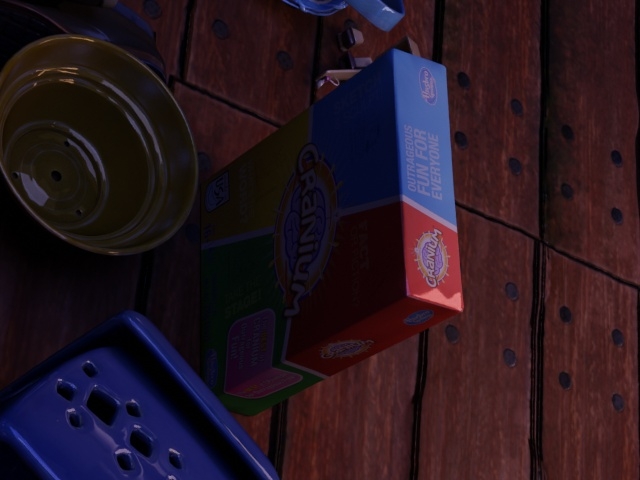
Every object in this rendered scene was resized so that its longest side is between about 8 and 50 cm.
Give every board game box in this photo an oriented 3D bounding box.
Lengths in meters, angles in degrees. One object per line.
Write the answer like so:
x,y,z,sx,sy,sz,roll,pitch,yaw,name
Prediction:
0.000,0.000,1.583,0.064,0.316,0.242,15,60,-33,board game box

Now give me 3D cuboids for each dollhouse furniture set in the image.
0.043,-0.203,1.858,0.081,0.114,0.091,-6,75,-36,dollhouse furniture set

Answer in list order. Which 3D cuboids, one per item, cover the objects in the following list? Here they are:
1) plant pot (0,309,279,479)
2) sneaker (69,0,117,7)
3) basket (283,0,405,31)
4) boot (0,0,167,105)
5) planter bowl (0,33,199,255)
-0.189,0.207,1.396,0.236,0.236,0.212,50,41,-9,plant pot
-0.262,-0.308,1.656,0.118,0.083,0.222,4,36,-20,sneaker
-0.012,-0.347,1.799,0.254,0.201,0.289,40,18,-16,basket
-0.252,-0.200,1.662,0.219,0.082,0.106,22,30,-17,boot
-0.226,-0.074,1.589,0.217,0.090,0.217,17,60,-31,planter bowl
